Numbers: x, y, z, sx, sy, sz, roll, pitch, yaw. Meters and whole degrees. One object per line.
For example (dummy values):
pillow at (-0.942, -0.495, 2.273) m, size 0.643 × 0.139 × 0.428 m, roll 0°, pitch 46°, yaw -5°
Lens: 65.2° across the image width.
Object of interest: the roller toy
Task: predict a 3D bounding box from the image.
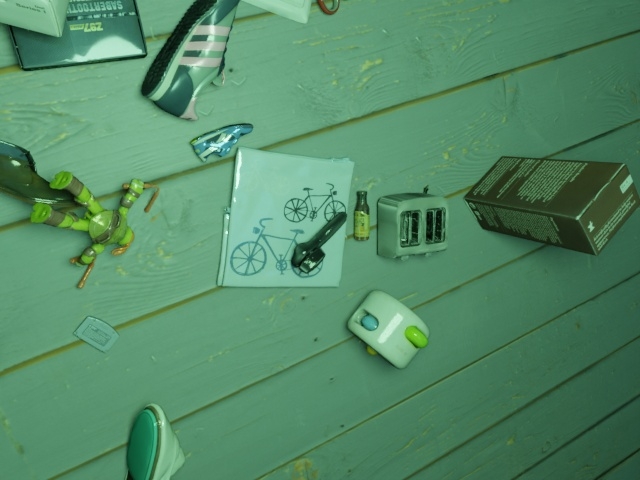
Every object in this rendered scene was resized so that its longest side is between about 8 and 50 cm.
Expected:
roller toy at (0.172, 0.237, 1.308) m, size 0.191 × 0.209 × 0.146 m, roll 38°, pitch 82°, yaw 10°

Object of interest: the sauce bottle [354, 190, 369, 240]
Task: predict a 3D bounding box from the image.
sauce bottle at (0.107, -0.065, 1.299) m, size 0.042 × 0.042 × 0.128 m, roll -7°, pitch 101°, yaw -23°

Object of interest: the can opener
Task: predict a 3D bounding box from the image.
can opener at (0.000, 0.000, 1.220) m, size 0.073 × 0.059 × 0.186 m, roll 42°, pitch 70°, yaw 1°

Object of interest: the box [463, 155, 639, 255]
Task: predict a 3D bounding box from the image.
box at (0.590, -0.106, 1.317) m, size 0.191 × 0.381 × 0.143 m, roll -45°, pitch 115°, yaw -10°

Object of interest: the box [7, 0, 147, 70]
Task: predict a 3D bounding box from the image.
box at (-0.469, -0.432, 0.954) m, size 0.232 × 0.059 × 0.184 m, roll -14°, pitch 106°, yaw -20°

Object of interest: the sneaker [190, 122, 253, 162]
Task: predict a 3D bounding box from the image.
sneaker at (-0.214, -0.222, 1.117) m, size 0.144 × 0.053 × 0.059 m, roll -23°, pitch 108°, yaw -10°

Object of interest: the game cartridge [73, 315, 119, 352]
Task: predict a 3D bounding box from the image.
game cartridge at (-0.488, 0.203, 1.099) m, size 0.083 × 0.017 × 0.056 m, roll 43°, pitch 85°, yaw -25°

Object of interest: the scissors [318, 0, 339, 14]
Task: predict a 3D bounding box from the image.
scissors at (-0.034, -0.627, 1.095) m, size 0.297 × 0.021 × 0.109 m, roll 37°, pitch 81°, yaw -39°

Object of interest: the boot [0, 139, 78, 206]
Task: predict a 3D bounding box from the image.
boot at (-0.563, -0.130, 0.961) m, size 0.219 × 0.082 × 0.106 m, roll 11°, pitch 99°, yaw -24°

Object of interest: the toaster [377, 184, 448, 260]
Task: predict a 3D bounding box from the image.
toaster at (0.243, -0.046, 1.325) m, size 0.168 × 0.110 × 0.186 m, roll -6°, pitch 103°, yaw -24°

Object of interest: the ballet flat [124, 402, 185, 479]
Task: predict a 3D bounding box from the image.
ballet flat at (-0.389, 0.553, 1.166) m, size 0.139 × 0.139 × 0.401 m, roll 11°, pitch 100°, yaw -26°

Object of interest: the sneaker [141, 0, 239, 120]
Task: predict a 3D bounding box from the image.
sneaker at (-0.239, -0.401, 1.053) m, size 0.131 × 0.112 × 0.319 m, roll 36°, pitch 88°, yaw -43°

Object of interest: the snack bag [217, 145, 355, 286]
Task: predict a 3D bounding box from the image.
snack bag at (-0.080, -0.049, 1.221) m, size 0.322 × 0.037 × 0.343 m, roll 2°, pitch 100°, yaw -25°

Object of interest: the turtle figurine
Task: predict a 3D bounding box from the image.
turtle figurine at (-0.446, -0.026, 0.986) m, size 0.270 × 0.087 × 0.217 m, roll -51°, pitch 146°, yaw -1°

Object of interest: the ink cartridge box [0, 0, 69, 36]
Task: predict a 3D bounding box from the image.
ink cartridge box at (-0.517, -0.509, 0.827) m, size 0.201 × 0.117 × 0.278 m, roll 9°, pitch 77°, yaw -17°

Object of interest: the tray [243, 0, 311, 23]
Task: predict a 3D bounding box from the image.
tray at (-0.132, -0.591, 1.092) m, size 0.270 × 0.030 × 0.145 m, roll 10°, pitch 95°, yaw -26°
